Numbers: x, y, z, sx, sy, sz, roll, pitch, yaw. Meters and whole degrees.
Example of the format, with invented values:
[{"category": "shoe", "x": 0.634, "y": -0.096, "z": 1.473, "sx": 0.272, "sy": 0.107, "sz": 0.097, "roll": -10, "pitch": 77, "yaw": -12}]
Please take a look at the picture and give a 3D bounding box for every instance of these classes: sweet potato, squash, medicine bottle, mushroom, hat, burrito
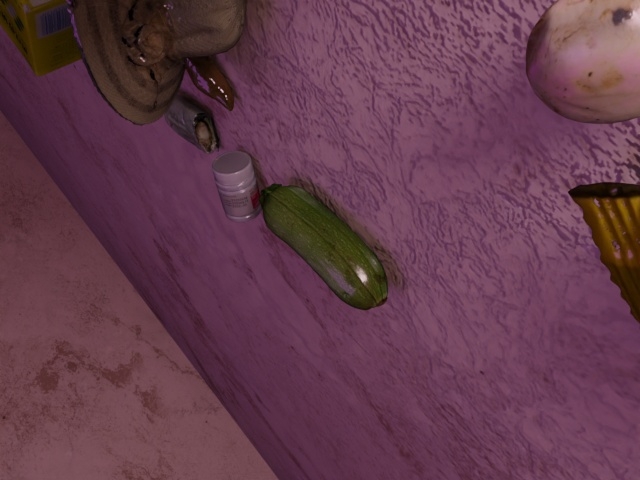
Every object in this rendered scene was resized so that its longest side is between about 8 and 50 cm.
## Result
[{"category": "sweet potato", "x": -0.158, "y": -0.229, "z": 0.707, "sx": 0.153, "sy": 0.038, "sz": 0.041, "roll": 56, "pitch": 166, "yaw": 2}, {"category": "squash", "x": 0.000, "y": 0.000, "z": 0.674, "sx": 0.219, "sy": 0.068, "sz": 0.077, "roll": 42, "pitch": 158, "yaw": 28}, {"category": "medicine bottle", "x": -0.120, "y": -0.077, "z": 0.804, "sx": 0.058, "sy": 0.058, "sz": 0.091, "roll": 36, "pitch": 150, "yaw": 36}, {"category": "medicine bottle", "x": -0.442, "y": -0.391, "z": 0.895, "sx": 0.137, "sy": 0.141, "sz": 0.250, "roll": 55, "pitch": 155, "yaw": -8}, {"category": "mushroom", "x": 0.150, "y": -0.099, "z": 0.285, "sx": 0.084, "sy": 0.067, "sz": 0.083, "roll": 13, "pitch": 158, "yaw": 6}, {"category": "hat", "x": -0.129, "y": -0.235, "z": 0.540, "sx": 0.110, "sy": 0.252, "sz": 0.252, "roll": 5, "pitch": 139, "yaw": 9}, {"category": "burrito", "x": -0.203, "y": -0.182, "z": 0.844, "sx": 0.118, "sy": 0.044, "sz": 0.074, "roll": 35, "pitch": 153, "yaw": 30}]

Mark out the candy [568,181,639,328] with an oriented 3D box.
[{"category": "candy", "x": 0.269, "y": 0.047, "z": 0.233, "sx": 0.297, "sy": 0.081, "sz": 0.187, "roll": 4, "pitch": 127, "yaw": 60}]
